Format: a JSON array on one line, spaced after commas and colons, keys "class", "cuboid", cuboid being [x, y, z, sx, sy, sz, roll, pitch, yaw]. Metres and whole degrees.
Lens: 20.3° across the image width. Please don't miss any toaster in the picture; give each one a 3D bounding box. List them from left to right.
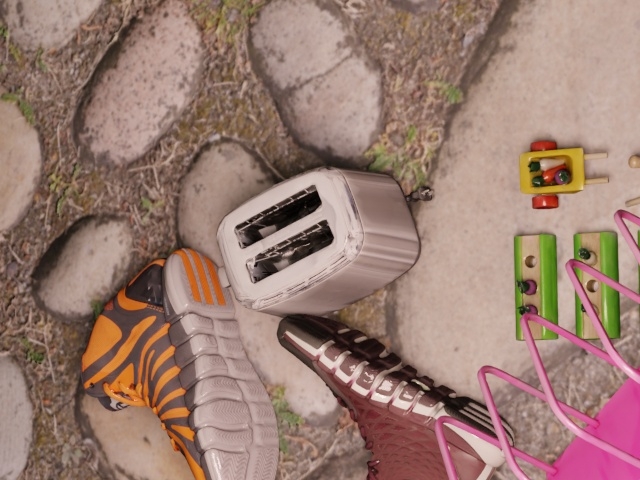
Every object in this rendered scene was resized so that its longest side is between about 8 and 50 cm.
[{"class": "toaster", "cuboid": [0.000, 0.000, 1.897, 0.227, 0.146, 0.129, -26, 74, 27]}]

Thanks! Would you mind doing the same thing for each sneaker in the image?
[{"class": "sneaker", "cuboid": [-0.162, 0.184, 2.008, 0.180, 0.124, 0.321, -32, 60, 29]}, {"class": "sneaker", "cuboid": [0.049, 0.202, 1.862, 0.281, 0.106, 0.162, 30, 106, 21]}]

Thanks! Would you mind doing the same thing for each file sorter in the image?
[{"class": "file sorter", "cuboid": [0.264, 0.147, 1.618, 0.290, 0.182, 0.202, -52, 26, 21]}]

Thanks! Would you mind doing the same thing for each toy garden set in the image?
[{"class": "toy garden set", "cuboid": [0.298, -0.004, 1.773, 0.244, 0.049, 0.204, -4, 84, 31]}]
